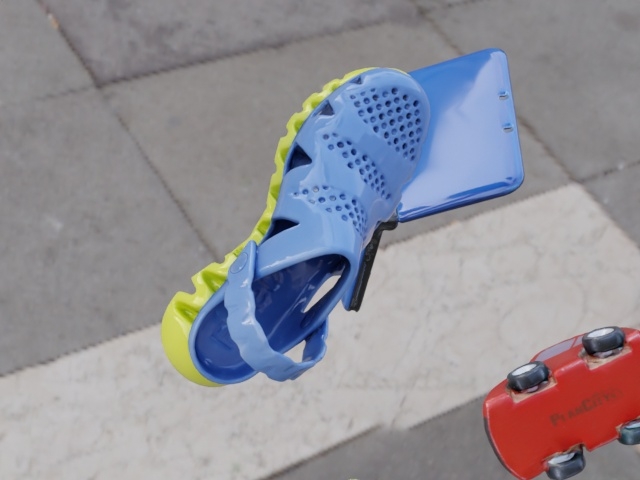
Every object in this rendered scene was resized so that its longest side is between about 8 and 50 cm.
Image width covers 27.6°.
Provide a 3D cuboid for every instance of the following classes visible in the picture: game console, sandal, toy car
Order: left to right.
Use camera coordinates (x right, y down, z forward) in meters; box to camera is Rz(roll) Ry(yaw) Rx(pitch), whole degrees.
[{"bbox_3d":[0.000,0.000,1.080,0.126,0.317,0.138,32,-3,-28],"label":"sandal"},{"bbox_3d":[0.131,-0.078,1.643,0.173,0.250,0.293,9,42,-5],"label":"game console"},{"bbox_3d":[0.229,0.060,0.686,0.225,0.239,0.053,32,7,-6],"label":"toy car"}]

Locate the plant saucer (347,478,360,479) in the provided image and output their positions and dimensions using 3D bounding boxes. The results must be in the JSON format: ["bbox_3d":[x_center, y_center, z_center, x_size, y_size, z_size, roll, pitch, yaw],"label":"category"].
[{"bbox_3d":[0.066,0.349,1.221,0.188,0.188,0.045,29,-1,-11],"label":"plant saucer"}]
